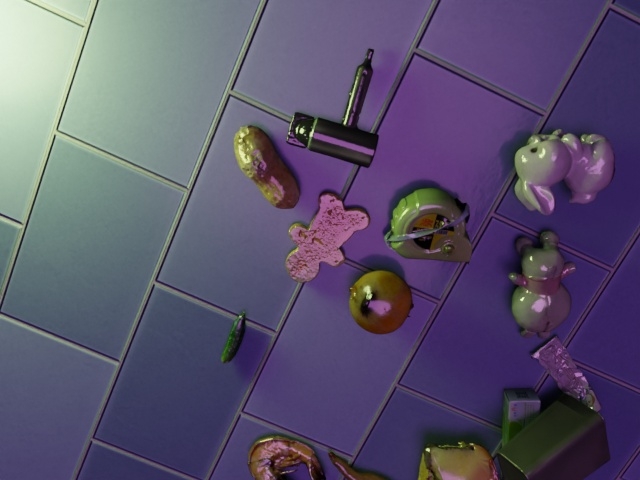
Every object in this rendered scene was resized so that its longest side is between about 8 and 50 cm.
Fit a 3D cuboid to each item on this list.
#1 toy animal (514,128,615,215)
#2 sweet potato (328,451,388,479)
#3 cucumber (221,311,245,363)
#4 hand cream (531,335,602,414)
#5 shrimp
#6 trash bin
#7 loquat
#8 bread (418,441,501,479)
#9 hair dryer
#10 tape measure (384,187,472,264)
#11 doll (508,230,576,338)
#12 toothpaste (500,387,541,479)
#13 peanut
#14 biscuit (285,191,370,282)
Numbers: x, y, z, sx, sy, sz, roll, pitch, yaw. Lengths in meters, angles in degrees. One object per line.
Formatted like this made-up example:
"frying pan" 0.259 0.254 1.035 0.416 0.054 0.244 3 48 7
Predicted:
"toy animal" 0.527 -0.150 1.250 0.193 0.127 0.178 -12 108 2
"sweet potato" 0.107 0.631 1.535 0.214 0.050 0.050 28 105 -4
"cucumber" -0.212 0.242 1.432 0.037 0.037 0.155 21 108 -5
"hand cream" 0.632 0.357 1.438 0.084 0.050 0.257 -38 95 10
"shrimp" -0.068 0.640 1.530 0.178 0.075 0.289 -33 87 6
"trash bin" 0.560 0.516 1.380 0.240 0.122 0.164 -31 117 -16
"loquat" 0.143 0.145 1.342 0.163 0.137 0.163 0 89 -6
"bread" 0.357 0.647 1.476 0.204 0.162 0.262 3 84 2
"hair dryer" 0.051 -0.305 1.255 0.196 0.078 0.248 17 97 -3
"tape measure" 0.248 -0.034 1.304 0.200 0.106 0.175 3 120 3
"doll" 0.511 0.119 1.335 0.155 0.113 0.275 -5 105 0
"toothpaste" 0.518 0.548 1.488 0.081 0.067 0.336 -2 106 5
"peanut" -0.122 -0.159 1.288 0.099 0.099 0.214 -32 109 10
"biscuit" 0.000 0.000 1.357 0.153 0.030 0.234 32 105 -7
